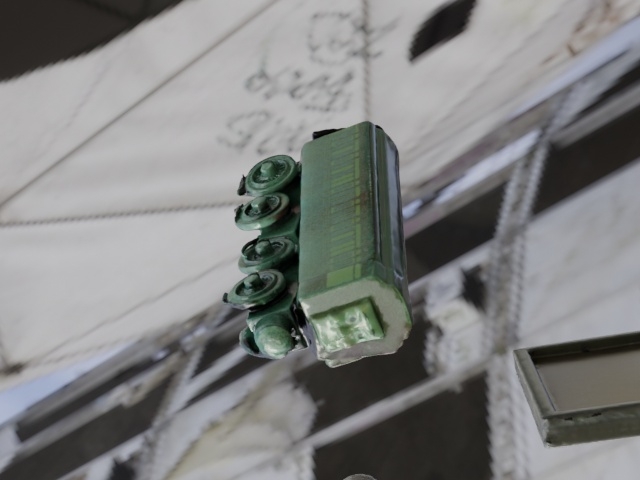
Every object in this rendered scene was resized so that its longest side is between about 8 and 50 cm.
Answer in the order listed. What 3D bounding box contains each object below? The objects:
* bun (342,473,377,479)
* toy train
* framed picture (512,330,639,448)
[{"bbox_3d":[0.030,0.216,1.244,0.138,0.138,0.094,15,-110,-42],"label":"bun"},{"bbox_3d":[0.000,0.000,0.700,0.148,0.071,0.038,-90,-16,-60],"label":"toy train"},{"bbox_3d":[0.189,0.052,0.747,0.150,0.203,0.015,-82,-16,-82],"label":"framed picture"}]
